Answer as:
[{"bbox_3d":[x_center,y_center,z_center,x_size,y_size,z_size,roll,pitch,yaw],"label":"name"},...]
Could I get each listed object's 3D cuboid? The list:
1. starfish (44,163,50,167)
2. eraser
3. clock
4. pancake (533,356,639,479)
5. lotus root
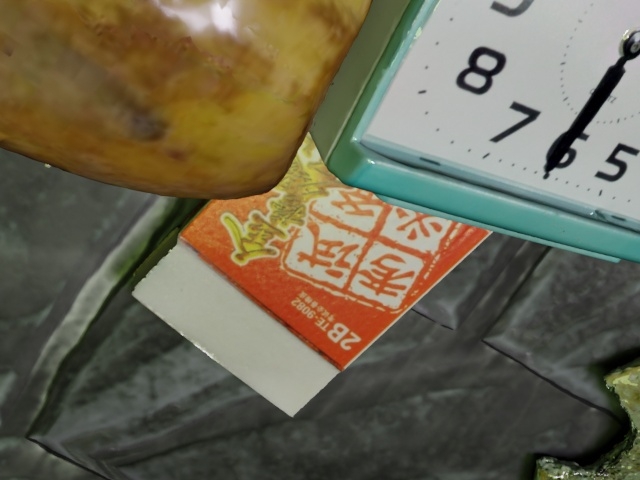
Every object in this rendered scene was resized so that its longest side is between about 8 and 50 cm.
[{"bbox_3d":[-0.236,-0.133,0.569,0.223,0.050,0.216,-24,105,3],"label":"starfish"},{"bbox_3d":[0.000,0.000,0.634,0.157,0.038,0.230,40,105,-18],"label":"eraser"},{"bbox_3d":[0.143,-0.118,0.503,0.262,0.116,0.231,11,119,-35],"label":"clock"},{"bbox_3d":[0.292,0.194,0.732,0.254,0.037,0.253,-1,115,-2],"label":"pancake"},{"bbox_3d":[-0.073,-0.170,0.426,0.250,0.316,0.316,32,109,-26],"label":"lotus root"}]
